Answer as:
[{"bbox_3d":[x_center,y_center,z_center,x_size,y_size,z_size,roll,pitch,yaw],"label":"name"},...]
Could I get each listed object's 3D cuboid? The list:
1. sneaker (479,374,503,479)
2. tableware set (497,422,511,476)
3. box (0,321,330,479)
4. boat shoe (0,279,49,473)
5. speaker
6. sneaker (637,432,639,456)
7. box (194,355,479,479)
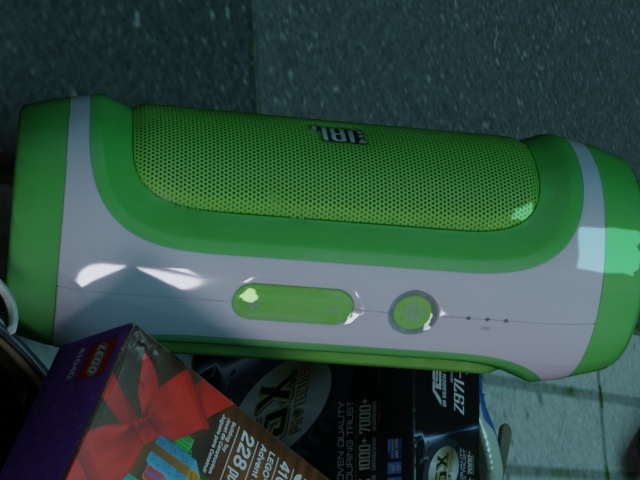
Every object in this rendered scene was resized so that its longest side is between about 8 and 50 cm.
[{"bbox_3d":[0.097,0.091,1.124,0.084,0.058,0.152,-12,69,-45],"label":"sneaker"},{"bbox_3d":[0.059,0.161,1.115,0.128,0.039,0.194,44,39,-23],"label":"tableware set"},{"bbox_3d":[-0.074,0.209,0.698,0.201,0.057,0.293,42,51,-28],"label":"box"},{"bbox_3d":[-0.174,0.051,0.733,0.254,0.079,0.095,56,40,-33],"label":"boat shoe"},{"bbox_3d":[0.000,0.000,0.828,0.131,0.296,0.131,-176,-90,-80],"label":"speaker"},{"bbox_3d":[0.386,0.191,1.564,0.319,0.112,0.131,-21,97,-57],"label":"sneaker"},{"bbox_3d":[0.009,0.077,0.955,0.077,0.147,0.180,27,60,-52],"label":"box"}]
